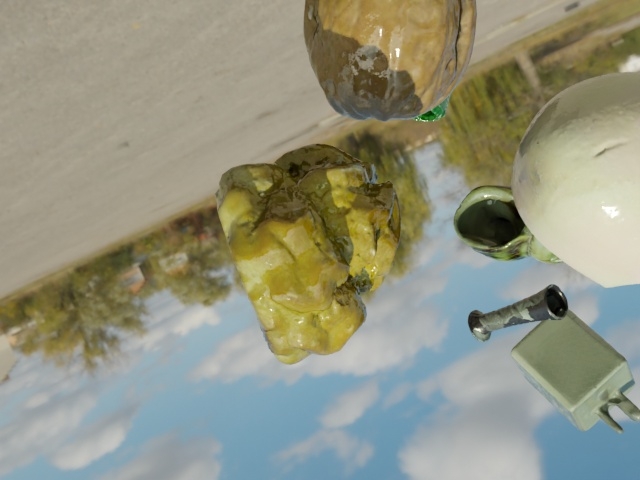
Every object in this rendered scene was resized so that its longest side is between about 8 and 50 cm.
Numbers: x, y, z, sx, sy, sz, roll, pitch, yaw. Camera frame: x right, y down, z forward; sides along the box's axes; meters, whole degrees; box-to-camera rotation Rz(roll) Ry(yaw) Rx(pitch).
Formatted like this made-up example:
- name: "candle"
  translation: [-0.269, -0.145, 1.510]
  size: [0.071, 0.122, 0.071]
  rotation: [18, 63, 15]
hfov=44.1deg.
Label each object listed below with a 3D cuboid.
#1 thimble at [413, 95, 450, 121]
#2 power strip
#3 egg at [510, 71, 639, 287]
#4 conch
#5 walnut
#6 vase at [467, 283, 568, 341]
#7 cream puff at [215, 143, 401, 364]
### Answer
- name: "thimble"
  translation: [0.212, -0.312, 1.674]
  size: [0.130, 0.090, 0.118]
  rotation: [20, 167, -19]
- name: "power strip"
  translation: [0.478, 0.251, 1.433]
  size: [0.139, 0.140, 0.224]
  rotation: [-42, -130, -2]
- name: "egg"
  translation: [0.295, -0.079, 0.879]
  size: [0.162, 0.206, 0.271]
  rotation: [-9, -143, -19]
- name: "conch"
  translation: [0.322, -0.020, 1.213]
  size: [0.187, 0.124, 0.181]
  rotation: [-40, -147, -10]
- name: "walnut"
  translation: [0.117, -0.380, 1.367]
  size: [0.306, 0.344, 0.306]
  rotation: [10, -163, -3]
- name: "vase"
  translation: [0.324, 0.123, 1.310]
  size: [0.059, 0.059, 0.167]
  rotation: [-29, -179, -44]
- name: "cream puff"
  translation: [0.000, 0.001, 1.138]
  size: [0.257, 0.291, 0.324]
  rotation: [-24, -175, -3]
